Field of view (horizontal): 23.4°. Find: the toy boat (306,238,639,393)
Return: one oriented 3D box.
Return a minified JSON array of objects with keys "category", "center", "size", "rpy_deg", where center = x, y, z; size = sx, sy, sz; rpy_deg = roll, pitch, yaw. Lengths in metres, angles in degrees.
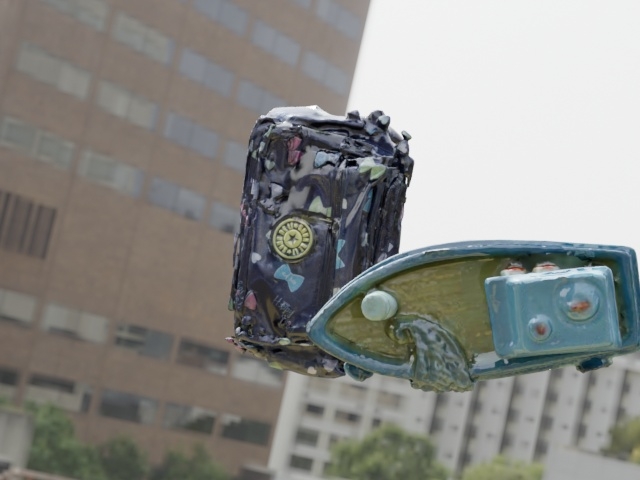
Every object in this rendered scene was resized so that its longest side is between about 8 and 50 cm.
[{"category":"toy boat","center":[0.108,0.055,1.093],"size":[0.238,0.109,0.098],"rpy_deg":[-6,4,9]}]

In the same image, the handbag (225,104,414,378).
[{"category":"handbag","center":[0.000,0.000,1.459],"size":[0.162,0.260,0.113],"rpy_deg":[9,1,6]}]
